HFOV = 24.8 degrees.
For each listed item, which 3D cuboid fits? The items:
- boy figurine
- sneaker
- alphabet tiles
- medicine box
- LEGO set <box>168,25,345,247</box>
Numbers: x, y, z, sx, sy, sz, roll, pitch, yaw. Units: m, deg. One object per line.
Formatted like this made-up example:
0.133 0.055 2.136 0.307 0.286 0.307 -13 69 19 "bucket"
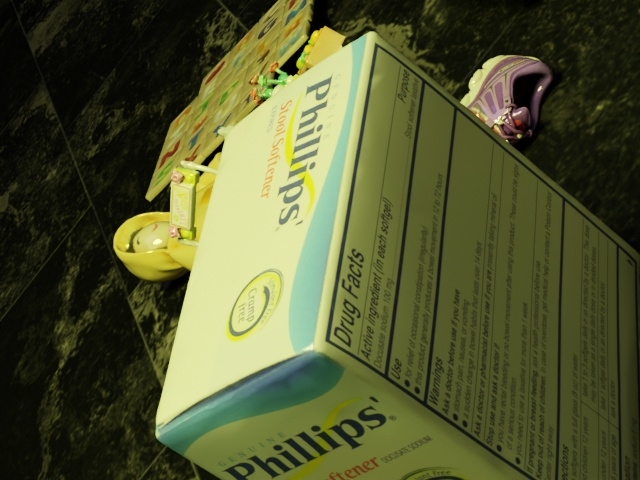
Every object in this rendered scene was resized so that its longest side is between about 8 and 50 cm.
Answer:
-0.114 -0.039 1.597 0.285 0.092 0.177 -29 39 36 "boy figurine"
0.146 -0.093 1.257 0.071 0.068 0.170 7 64 54 "sneaker"
-0.106 -0.192 1.782 0.285 0.011 0.342 -44 17 22 "alphabet tiles"
0.068 0.062 0.943 0.149 0.289 0.263 -32 33 37 "medicine box"
-0.069 -0.079 1.407 0.107 0.132 0.287 15 94 22 "LEGO set"
